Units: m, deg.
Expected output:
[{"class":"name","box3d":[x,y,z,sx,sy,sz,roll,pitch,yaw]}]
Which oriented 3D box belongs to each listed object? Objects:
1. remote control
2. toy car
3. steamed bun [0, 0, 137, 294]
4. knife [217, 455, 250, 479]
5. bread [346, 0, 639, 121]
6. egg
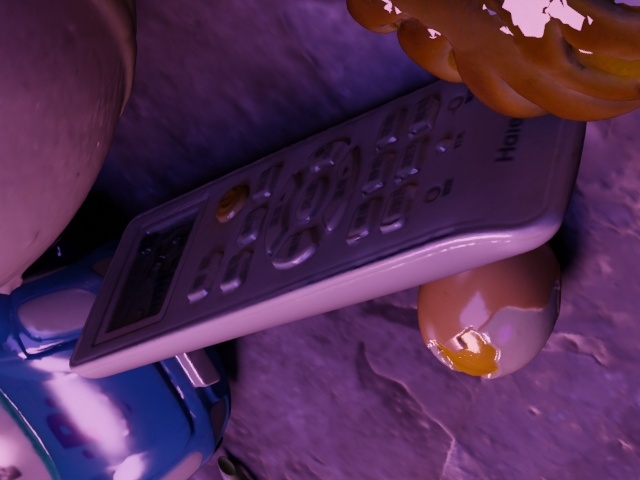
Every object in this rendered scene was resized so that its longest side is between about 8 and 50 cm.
[{"class":"remote control","box3d":[0.000,0.000,0.739,0.313,0.109,0.055,-20,131,41]},{"class":"toy car","box3d":[-0.205,0.094,0.940,0.314,0.166,0.198,-3,127,37]},{"class":"steamed bun","box3d":[-0.223,-0.131,0.680,0.309,0.309,0.309,20,135,21]},{"class":"knife","box3d":[-0.031,0.219,1.026,0.026,0.022,0.184,27,145,55]},{"class":"bread","box3d":[0.073,-0.133,0.580,0.213,0.105,0.213,20,138,19]},{"class":"egg","box3d":[0.083,0.024,0.733,0.071,0.071,0.083,24,136,17]}]
